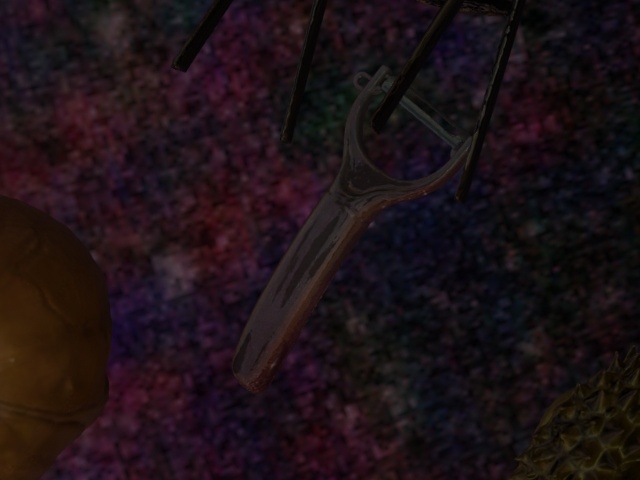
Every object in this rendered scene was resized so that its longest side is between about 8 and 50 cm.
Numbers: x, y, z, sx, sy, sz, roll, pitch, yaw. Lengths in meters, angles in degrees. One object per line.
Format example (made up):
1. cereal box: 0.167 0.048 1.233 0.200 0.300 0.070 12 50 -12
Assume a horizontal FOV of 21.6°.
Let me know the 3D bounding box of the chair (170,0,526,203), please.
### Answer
1. chair: 0.053 -0.172 1.064 0.159 0.172 0.247 20 85 33

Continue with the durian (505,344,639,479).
1. durian: 0.280 0.175 1.472 0.172 0.306 0.166 36 172 3

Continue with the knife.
1. knife: -0.001 0.000 1.305 0.123 0.053 0.278 44 108 35

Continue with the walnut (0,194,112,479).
1. walnut: -0.216 0.068 1.040 0.225 0.193 0.193 95 156 -86
